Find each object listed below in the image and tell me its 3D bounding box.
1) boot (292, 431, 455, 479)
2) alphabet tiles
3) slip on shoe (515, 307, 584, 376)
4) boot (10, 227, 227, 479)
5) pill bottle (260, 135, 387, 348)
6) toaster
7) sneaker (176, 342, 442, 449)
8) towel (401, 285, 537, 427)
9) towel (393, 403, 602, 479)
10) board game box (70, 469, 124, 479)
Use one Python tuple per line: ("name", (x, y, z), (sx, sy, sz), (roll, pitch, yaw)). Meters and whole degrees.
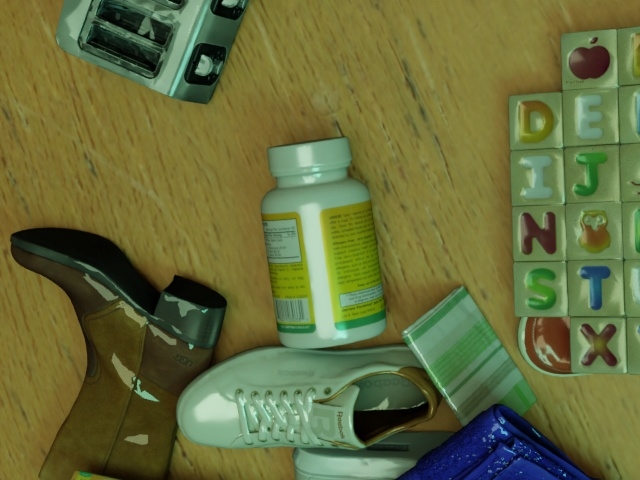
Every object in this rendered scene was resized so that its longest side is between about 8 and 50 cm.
("boot", (0.099, 0.278, 1.373), (0.258, 0.095, 0.123), (3, 108, 14))
("alphabet tiles", (0.322, -0.040, 1.241), (0.285, 0.011, 0.343), (-1, 90, 28))
("slip on shoe", (0.356, 0.061, 1.282), (0.331, 0.101, 0.123), (-15, 95, 14))
("boot", (-0.260, 0.145, 1.435), (0.264, 0.096, 0.280), (22, 108, 0))
("pill bottle", (0.000, 0.000, 1.334), (0.117, 0.117, 0.208), (-7, 96, 12))
("toaster", (-0.175, -0.253, 1.341), (0.185, 0.110, 0.168), (24, 100, 7))
("sneaker", (-0.015, 0.168, 1.333), (0.290, 0.123, 0.106), (-11, 104, 4))
("towel", (0.155, 0.135, 1.332), (0.023, 0.113, 0.152), (-31, 92, 48))
("towel", (0.147, 0.317, 1.299), (0.227, 0.076, 0.308), (37, 117, -23))
("board game box", (-0.149, 0.327, 1.407), (0.259, 0.039, 0.124), (9, 134, 4))
